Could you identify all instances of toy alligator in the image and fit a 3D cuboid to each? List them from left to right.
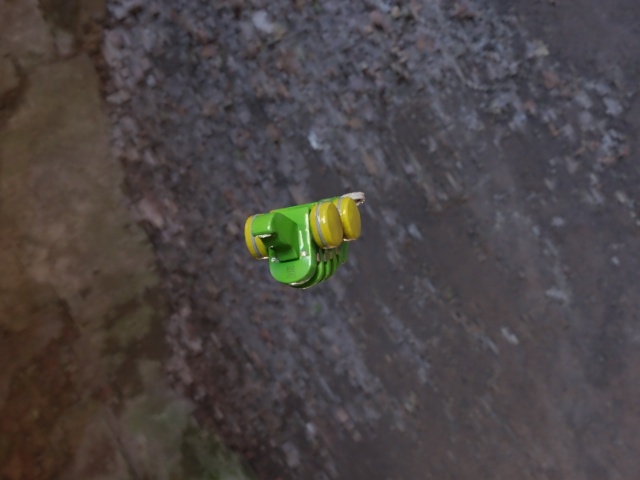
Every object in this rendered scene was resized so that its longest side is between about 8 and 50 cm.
[{"bbox_3d":[0.000,0.000,0.756,0.190,0.056,0.051,-19,-81,-70],"label":"toy alligator"}]
